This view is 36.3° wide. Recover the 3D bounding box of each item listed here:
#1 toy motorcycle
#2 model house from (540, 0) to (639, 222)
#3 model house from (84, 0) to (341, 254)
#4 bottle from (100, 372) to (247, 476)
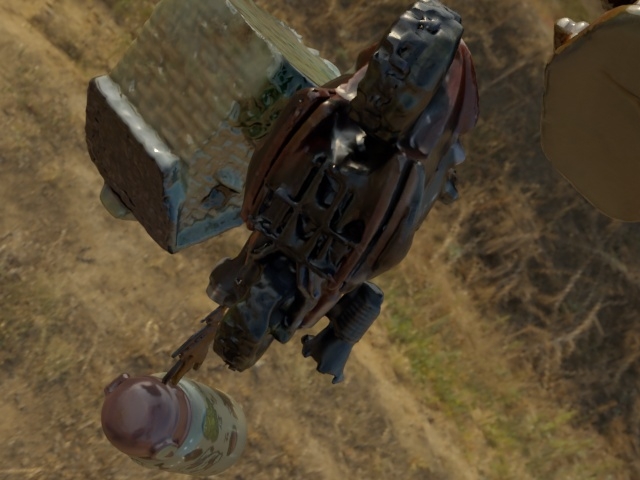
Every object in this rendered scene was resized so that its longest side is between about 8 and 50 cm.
[{"bbox_3d":[0.000,0.000,0.697,0.134,0.401,0.207,35,28,9],"label":"toy motorcycle"},{"bbox_3d":[0.288,-0.154,0.759,0.199,0.219,0.229,46,67,-18],"label":"model house"},{"bbox_3d":[-0.104,-0.115,1.105,0.243,0.284,0.298,53,16,26],"label":"model house"},{"bbox_3d":[-0.181,0.224,1.190,0.253,0.120,0.120,45,27,-69],"label":"bottle"}]
